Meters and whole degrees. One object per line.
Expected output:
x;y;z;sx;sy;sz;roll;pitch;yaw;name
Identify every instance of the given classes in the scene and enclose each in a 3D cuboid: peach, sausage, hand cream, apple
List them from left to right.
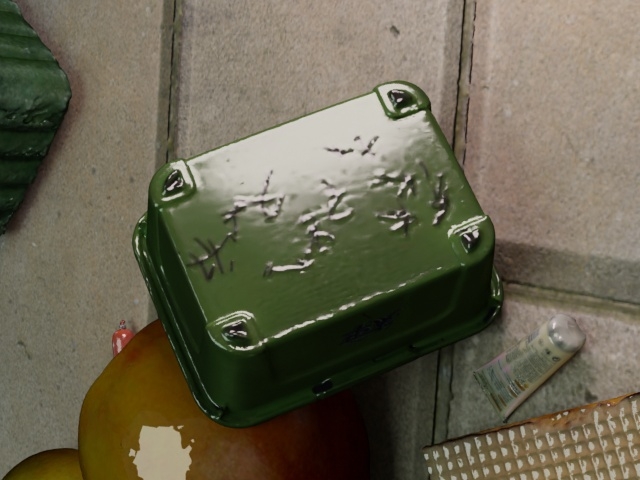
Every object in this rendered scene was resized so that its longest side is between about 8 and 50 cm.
-0.335;0.363;1.812;0.196;0.157;0.196;14;110;46;apple
-0.239;0.227;1.796;0.034;0.034;0.253;-10;86;43;sausage
-0.095;0.234;1.499;0.332;0.308;0.308;49;123;17;peach
0.205;0.121;1.382;0.061;0.039;0.143;59;136;16;hand cream

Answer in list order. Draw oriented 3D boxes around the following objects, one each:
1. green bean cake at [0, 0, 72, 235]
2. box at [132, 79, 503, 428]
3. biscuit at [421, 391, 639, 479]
-0.499;-0.187;1.931;0.308;0.169;0.300;53;123;29;green bean cake
0.000;0.000;1.356;0.178;0.329;0.252;97;150;-65;box
0.261;0.195;1.314;0.379;0.054;0.094;-23;78;41;biscuit
